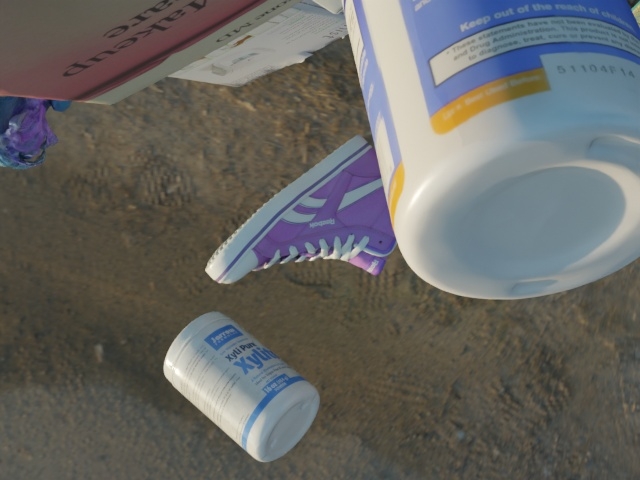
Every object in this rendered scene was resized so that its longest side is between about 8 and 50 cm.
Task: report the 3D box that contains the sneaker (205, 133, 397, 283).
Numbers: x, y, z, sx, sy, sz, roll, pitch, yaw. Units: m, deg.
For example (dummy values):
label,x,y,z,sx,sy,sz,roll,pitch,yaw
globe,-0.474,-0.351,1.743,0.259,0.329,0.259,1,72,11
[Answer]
label,x,y,z,sx,sy,sz,roll,pitch,yaw
sneaker,0.001,0.000,1.312,0.282,0.102,0.161,-38,91,-22

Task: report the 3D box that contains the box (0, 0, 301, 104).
label,x,y,z,sx,sy,sz,roll,pitch,yaw
box,-0.088,-0.139,0.377,0.148,0.232,0.127,-27,90,12

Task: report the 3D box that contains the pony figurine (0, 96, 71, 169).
label,x,y,z,sx,sy,sz,roll,pitch,yaw
pony figurine,-0.300,-0.131,0.807,0.302,0.351,0.364,26,84,-9

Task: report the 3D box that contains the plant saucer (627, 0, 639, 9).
label,x,y,z,sx,sy,sz,roll,pitch,yaw
plant saucer,0.298,-0.279,1.197,0.168,0.168,0.029,28,135,14

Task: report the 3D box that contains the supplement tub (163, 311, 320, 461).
label,x,y,z,sx,sy,sz,roll,pitch,yaw
supplement tub,-0.060,0.111,0.793,0.107,0.071,0.071,36,103,26

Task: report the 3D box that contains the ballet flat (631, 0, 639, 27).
label,x,y,z,sx,sy,sz,roll,pitch,yaw
ballet flat,0.403,-0.231,1.018,0.348,0.123,0.123,-43,80,-10

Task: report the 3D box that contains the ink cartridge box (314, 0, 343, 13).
label,x,y,z,sx,sy,sz,roll,pitch,yaw
ink cartridge box,-0.011,-0.336,1.043,0.072,0.127,0.175,-33,46,40

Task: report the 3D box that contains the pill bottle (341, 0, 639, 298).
label,x,y,z,sx,sy,sz,roll,pitch,yaw
pill bottle,0.093,-0.117,0.585,0.152,0.152,0.272,-22,53,18

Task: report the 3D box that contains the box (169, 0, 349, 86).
label,x,y,z,sx,sy,sz,roll,pitch,yaw
box,-0.111,-0.297,1.302,0.262,0.231,0.127,-18,77,44
